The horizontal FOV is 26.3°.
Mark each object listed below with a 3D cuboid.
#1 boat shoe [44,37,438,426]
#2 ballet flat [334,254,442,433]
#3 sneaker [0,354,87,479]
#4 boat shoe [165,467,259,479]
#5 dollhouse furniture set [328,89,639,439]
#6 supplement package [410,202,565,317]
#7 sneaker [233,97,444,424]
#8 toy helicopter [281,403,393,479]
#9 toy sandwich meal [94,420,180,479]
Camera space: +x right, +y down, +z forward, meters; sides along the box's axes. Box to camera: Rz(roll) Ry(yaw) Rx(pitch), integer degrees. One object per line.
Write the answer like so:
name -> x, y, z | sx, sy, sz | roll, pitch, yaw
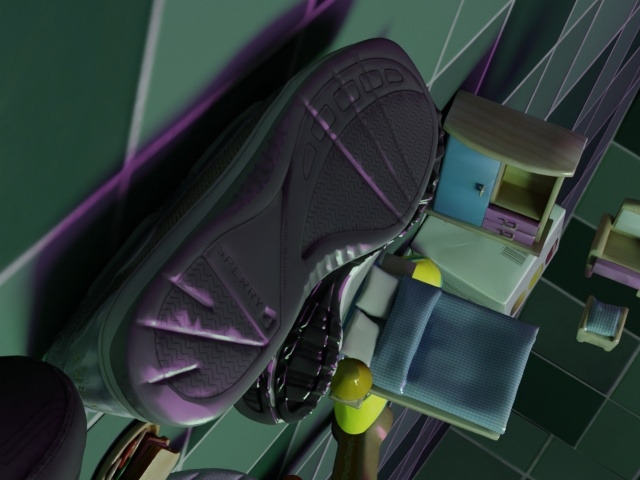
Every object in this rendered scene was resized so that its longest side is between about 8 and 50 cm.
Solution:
boat shoe -> -0.037, -0.014, 0.814 | 0.320, 0.103, 0.118 | -52, 122, -36
ballet flat -> 0.061, 0.117, 1.577 | 0.077, 0.077, 0.231 | 13, 108, -54
sneaker -> -0.174, 0.086, 0.483 | 0.267, 0.101, 0.106 | -26, 138, -55
boat shoe -> -0.163, 0.286, 1.054 | 0.335, 0.121, 0.119 | -27, 156, -46
dollhouse furniture set -> 0.182, 0.058, 1.368 | 0.198, 0.287, 0.303 | 92, 21, -66
supplement package -> 0.210, 0.008, 1.703 | 0.139, 0.134, 0.244 | -56, 168, -4
sneaker -> -0.001, 0.000, 1.023 | 0.271, 0.100, 0.108 | -62, -169, 5
toy helicopter -> 0.024, 0.339, 1.710 | 0.235, 0.140, 0.355 | -27, -148, 30
toy sandwich meal -> -0.136, 0.169, 1.014 | 0.085, 0.029, 0.085 | -54, 167, -18
